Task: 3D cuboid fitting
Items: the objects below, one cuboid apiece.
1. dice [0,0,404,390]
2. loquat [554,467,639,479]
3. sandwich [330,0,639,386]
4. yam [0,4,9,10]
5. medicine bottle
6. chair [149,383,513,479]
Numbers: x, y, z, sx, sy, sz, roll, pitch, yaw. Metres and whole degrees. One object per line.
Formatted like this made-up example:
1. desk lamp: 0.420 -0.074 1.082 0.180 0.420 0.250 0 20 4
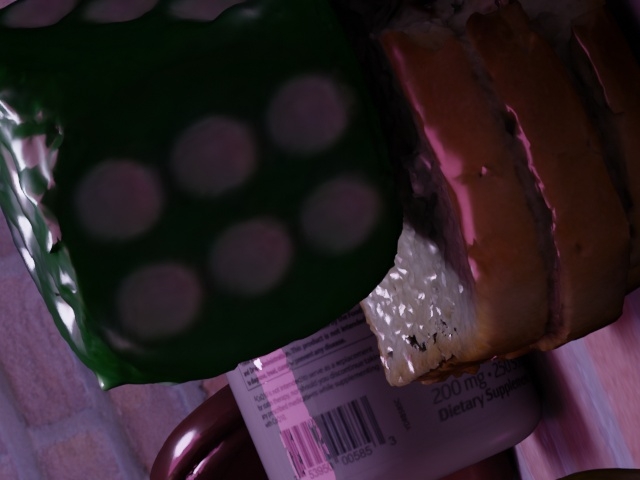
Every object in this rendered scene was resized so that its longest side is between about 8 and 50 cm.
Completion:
1. dice: -0.051 -0.029 0.698 0.120 0.128 0.131 -134 26 -60
2. loquat: 0.121 0.166 0.673 0.195 0.152 0.152 42 -170 -36
3. sandwich: 0.039 -0.084 0.750 0.249 0.095 0.273 127 121 -78
4. yam: -0.056 -0.094 0.912 0.106 0.259 0.106 39 142 38
5. medicine bottle: 0.000 0.000 1.062 0.157 0.157 0.288 120 127 -82
6. chair: -0.049 0.039 1.306 0.226 0.226 0.401 78 166 -59
